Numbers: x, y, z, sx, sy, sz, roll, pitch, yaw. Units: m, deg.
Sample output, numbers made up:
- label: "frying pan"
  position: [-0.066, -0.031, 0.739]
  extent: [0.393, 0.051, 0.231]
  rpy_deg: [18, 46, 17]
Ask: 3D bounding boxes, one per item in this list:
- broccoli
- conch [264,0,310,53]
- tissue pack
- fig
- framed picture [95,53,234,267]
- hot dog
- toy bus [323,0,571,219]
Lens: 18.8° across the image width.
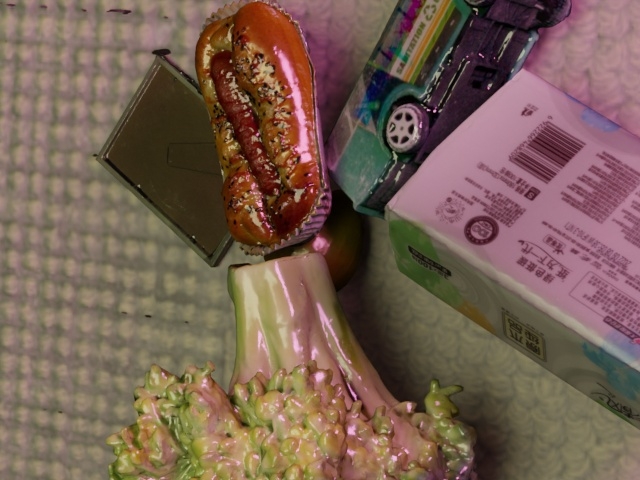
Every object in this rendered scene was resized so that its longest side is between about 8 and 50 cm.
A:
- label: "broccoli"
  position: [-0.027, 0.131, 1.398]
  extent: [0.263, 0.247, 0.243]
  rpy_deg: [-8, 81, -5]
- label: "conch"
  position: [-0.040, -0.143, 1.496]
  extent: [0.076, 0.056, 0.085]
  rpy_deg: [17, 107, 16]
- label: "tissue pack"
  position: [0.182, 0.021, 1.323]
  extent: [0.229, 0.145, 0.159]
  rpy_deg: [33, 65, 26]
- label: "fig"
  position: [0.000, 0.000, 1.470]
  extent: [0.074, 0.074, 0.088]
  rpy_deg: [27, 77, 28]
- label: "framed picture"
  position: [-0.109, -0.065, 1.567]
  extent: [0.149, 0.011, 0.109]
  rpy_deg: [42, 112, 23]
- label: "hot dog"
  position: [-0.043, -0.086, 1.424]
  extent: [0.108, 0.059, 0.191]
  rpy_deg: [-22, 76, 40]
- label: "toy bus"
  position: [0.095, -0.137, 1.388]
  extent: [0.109, 0.091, 0.262]
  rpy_deg: [46, 114, 46]
